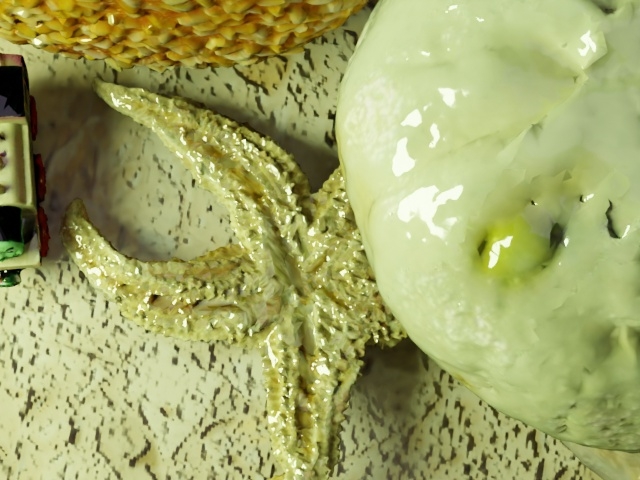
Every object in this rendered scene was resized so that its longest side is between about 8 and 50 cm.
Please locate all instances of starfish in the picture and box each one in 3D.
[{"bbox_3d":[0.000,0.001,1.121,0.302,0.060,0.299,-21,76,-4],"label":"starfish"}]

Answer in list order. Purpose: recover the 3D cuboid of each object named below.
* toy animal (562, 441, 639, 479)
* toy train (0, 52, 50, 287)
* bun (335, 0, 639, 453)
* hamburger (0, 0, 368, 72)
[{"bbox_3d":[0.225,0.111,1.119,0.188,0.089,0.179,20,65,2],"label":"toy animal"},{"bbox_3d":[-0.195,-0.043,1.094,0.050,0.087,0.138,-5,79,-4],"label":"toy train"},{"bbox_3d":[0.194,-0.062,1.004,0.365,0.219,0.365,5,76,-19],"label":"bun"},{"bbox_3d":[-0.104,-0.240,1.025,0.330,0.330,0.250,11,73,-4],"label":"hamburger"}]
